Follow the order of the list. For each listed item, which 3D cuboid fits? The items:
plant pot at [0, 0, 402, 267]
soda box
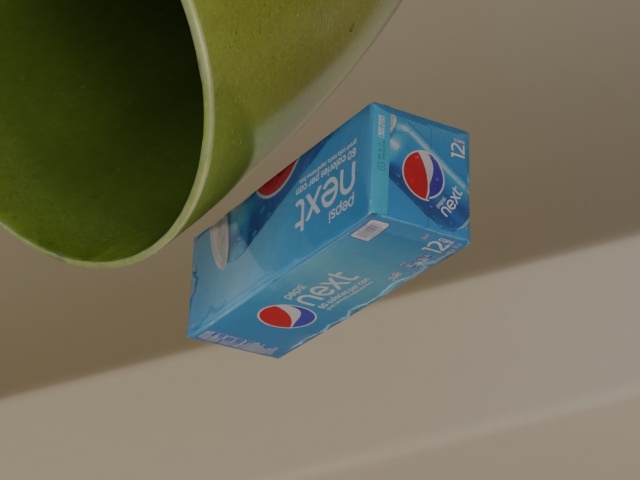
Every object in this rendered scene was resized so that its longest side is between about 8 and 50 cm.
[{"bbox_3d":[-0.073,-0.166,1.061,0.293,0.275,0.274,-32,-67,-43],"label":"plant pot"},{"bbox_3d":[0.000,0.000,0.996,0.210,0.067,0.071,-33,48,51],"label":"soda box"}]
